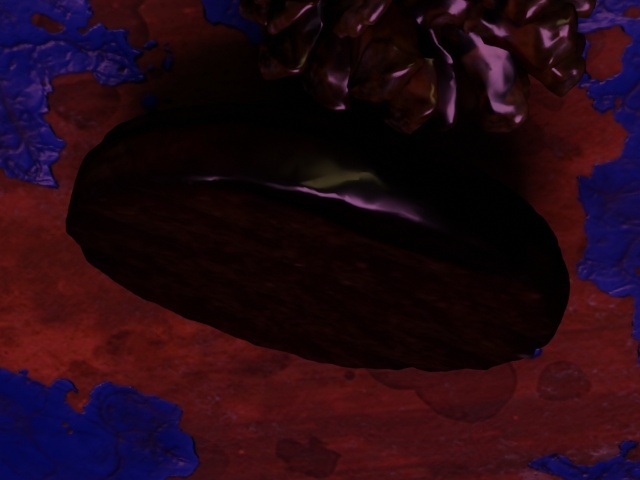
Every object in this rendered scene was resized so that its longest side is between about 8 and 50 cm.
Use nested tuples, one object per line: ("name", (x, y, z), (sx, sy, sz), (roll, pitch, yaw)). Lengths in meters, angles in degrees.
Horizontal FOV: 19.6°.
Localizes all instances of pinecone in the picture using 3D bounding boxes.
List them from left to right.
("pinecone", (0.071, -0.188, 1.348), (0.309, 0.244, 0.244), (28, 128, -30))

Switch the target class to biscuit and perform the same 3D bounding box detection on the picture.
("biscuit", (0.000, 0.000, 1.496), (0.407, 0.091, 0.407), (11, 158, 5))
